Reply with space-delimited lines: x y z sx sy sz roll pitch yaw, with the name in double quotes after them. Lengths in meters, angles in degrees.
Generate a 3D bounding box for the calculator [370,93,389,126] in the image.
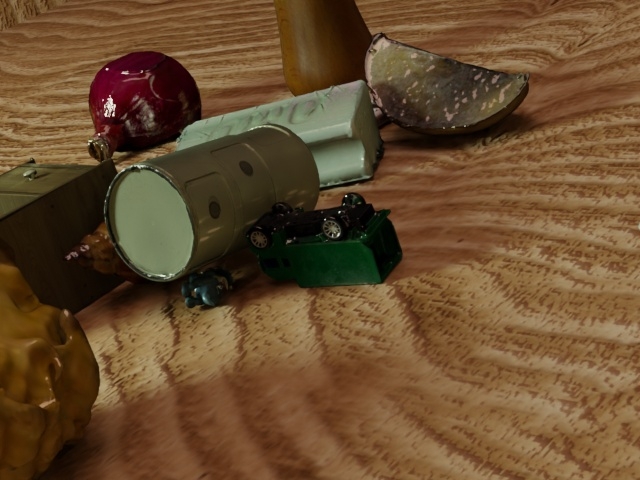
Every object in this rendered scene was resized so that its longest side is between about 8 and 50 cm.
0.056 -0.173 1.708 0.166 0.024 0.103 -35 27 -32 "calculator"

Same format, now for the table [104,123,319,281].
-0.113 -0.045 1.334 0.126 0.126 0.220 -1 14 36 "table"

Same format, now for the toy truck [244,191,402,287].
0.000 0.000 1.256 0.147 0.079 0.065 -4 27 30 "toy truck"

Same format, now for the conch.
-0.183 0.007 1.399 0.086 0.080 0.232 26 21 36 "conch"

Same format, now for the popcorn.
-0.303 0.113 1.044 0.190 0.250 0.250 -38 14 22 "popcorn"

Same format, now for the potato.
0.158 -0.172 1.574 0.261 0.100 0.120 26 81 41 "potato"

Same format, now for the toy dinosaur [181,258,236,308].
-0.115 0.048 1.291 0.047 0.031 0.083 -13 17 18 "toy dinosaur"

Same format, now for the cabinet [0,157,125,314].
-0.347 0.005 1.422 0.174 0.148 0.215 5 30 45 "cabinet"

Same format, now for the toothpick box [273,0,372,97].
-0.012 -0.368 1.860 0.192 0.294 0.192 -16 21 6 "toothpick box"

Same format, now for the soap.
-0.057 -0.119 1.569 0.261 0.094 0.150 -11 22 16 "soap"

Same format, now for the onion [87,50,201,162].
-0.303 -0.207 1.941 0.195 0.140 0.218 8 36 36 "onion"

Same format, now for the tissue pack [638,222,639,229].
0.339 -0.018 1.047 0.111 0.079 0.085 -31 60 -27 "tissue pack"
